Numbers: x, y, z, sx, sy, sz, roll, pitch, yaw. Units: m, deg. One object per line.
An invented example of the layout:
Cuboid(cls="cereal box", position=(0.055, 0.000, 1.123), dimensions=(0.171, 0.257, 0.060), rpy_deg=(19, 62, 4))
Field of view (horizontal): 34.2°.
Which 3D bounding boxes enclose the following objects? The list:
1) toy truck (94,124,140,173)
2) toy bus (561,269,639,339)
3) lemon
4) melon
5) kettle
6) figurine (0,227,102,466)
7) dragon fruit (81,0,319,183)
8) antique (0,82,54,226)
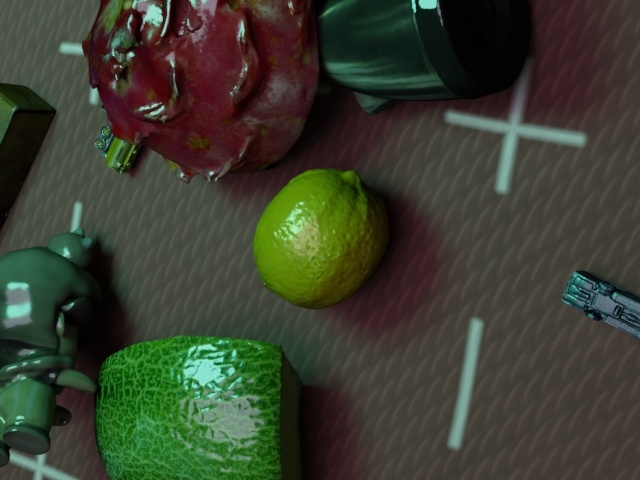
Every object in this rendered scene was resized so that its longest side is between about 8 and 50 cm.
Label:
Cuboid(cls="toy truck", position=(-0.301, -0.170, 1.623), dimensions=(0.063, 0.052, 0.123), rpy_deg=(37, 111, 17))
Cuboid(cls="toy bus", position=(0.378, 0.088, 1.262), dimensions=(0.166, 0.065, 0.047), rpy_deg=(28, 106, 26))
Cuboid(cls="lemon", position=(0.002, -0.002, 1.403), dimensions=(0.180, 0.180, 0.193), rpy_deg=(29, 83, 24))
Cuboid(cls="melon", position=(-0.191, 0.283, 1.521), dimensions=(0.343, 0.226, 0.331), rpy_deg=(-2, 109, 16))
Cuboid(cls="kettle", position=(0.088, -0.280, 1.313), dimensions=(0.271, 0.251, 0.207), rpy_deg=(-5, 55, 42))
Cuboid(cls="figurine", position=(-0.447, 0.163, 1.582), dimensions=(0.248, 0.203, 0.381), rpy_deg=(-44, 34, 32))
Cuboid(cls="dragon fruit", position=(-0.187, -0.258, 1.403), dimensions=(0.386, 0.249, 0.371), rpy_deg=(-26, 75, 50))
Cuboid(cls="antique", position=(-0.561, -0.109, 1.743), dimensions=(0.087, 0.093, 0.310), rpy_deg=(37, 109, 22))
